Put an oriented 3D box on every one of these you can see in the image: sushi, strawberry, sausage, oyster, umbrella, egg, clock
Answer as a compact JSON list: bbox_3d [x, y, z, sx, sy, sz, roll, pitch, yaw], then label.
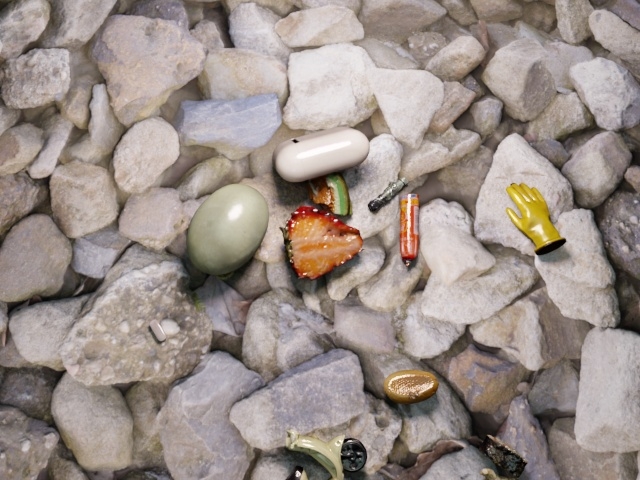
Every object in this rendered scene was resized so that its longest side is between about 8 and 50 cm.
[{"bbox_3d":[0.608,0.714,1.805,0.150,0.090,0.078,32,84,13],"label":"sushi"},{"bbox_3d":[-0.013,-0.013,1.981,0.280,0.150,0.254,-27,97,-10],"label":"strawberry"},{"bbox_3d":[0.333,-0.037,2.026,0.074,0.074,0.274,3,75,0],"label":"sausage"},{"bbox_3d":[0.591,0.840,1.776,0.191,0.081,0.163,43,82,14],"label":"oyster"},{"bbox_3d":[0.258,-0.182,2.077,0.188,0.046,0.050,-38,115,-11],"label":"umbrella"},{"bbox_3d":[-0.329,-0.041,1.924,0.258,0.258,0.352,34,77,9],"label":"egg"},{"bbox_3d":[-0.044,0.776,1.767,0.276,0.120,0.379,32,77,3],"label":"clock"}]

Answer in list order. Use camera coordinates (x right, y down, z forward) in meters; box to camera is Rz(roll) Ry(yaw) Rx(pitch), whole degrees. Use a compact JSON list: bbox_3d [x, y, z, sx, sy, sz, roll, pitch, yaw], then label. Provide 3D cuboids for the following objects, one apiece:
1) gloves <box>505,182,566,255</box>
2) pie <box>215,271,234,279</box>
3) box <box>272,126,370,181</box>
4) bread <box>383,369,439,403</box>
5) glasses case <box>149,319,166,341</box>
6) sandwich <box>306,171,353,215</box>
[{"bbox_3d":[0.803,-0.099,2.049,0.133,0.116,0.295,-5,62,-31],"label":"gloves"},{"bbox_3d":[-0.355,0.107,2.001,0.083,0.021,0.084,0,74,0],"label":"pie"},{"bbox_3d":[-0.003,-0.323,2.003,0.348,0.289,0.141,-16,110,-5],"label":"box"},{"bbox_3d":[0.311,0.506,1.869,0.189,0.077,0.114,-4,54,-1],"label":"bread"},{"bbox_3d":[-0.580,0.322,1.936,0.032,0.021,0.083,-35,77,-7],"label":"glasses case"},{"bbox_3d":[0.031,-0.165,2.031,0.159,0.109,0.185,-15,97,14],"label":"sandwich"}]
